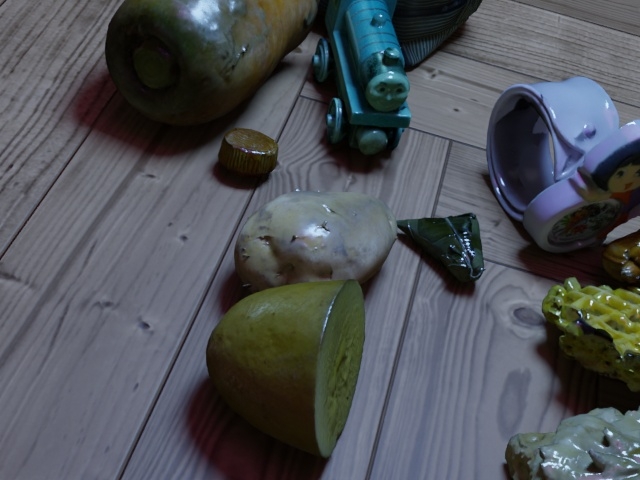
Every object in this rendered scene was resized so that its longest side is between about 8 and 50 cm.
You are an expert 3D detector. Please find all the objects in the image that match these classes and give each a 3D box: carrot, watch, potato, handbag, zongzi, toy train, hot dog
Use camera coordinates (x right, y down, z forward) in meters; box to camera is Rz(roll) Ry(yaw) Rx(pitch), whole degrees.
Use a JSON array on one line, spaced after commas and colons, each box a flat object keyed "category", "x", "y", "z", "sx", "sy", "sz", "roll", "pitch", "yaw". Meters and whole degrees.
[{"category": "carrot", "x": -0.158, "y": -0.308, "z": 1.554, "sx": 0.224, "sy": 0.224, "sz": 0.341, "roll": 24, "pitch": 35, "yaw": 11}, {"category": "watch", "x": 0.354, "y": -0.130, "z": 1.474, "sx": 0.196, "sy": 0.244, "sz": 0.231, "roll": -6, "pitch": 53, "yaw": -20}, {"category": "potato", "x": 0.003, "y": 0.003, "z": 1.322, "sx": 0.234, "sy": 0.128, "sz": 0.161, "roll": -3, "pitch": 48, "yaw": -26}, {"category": "handbag", "x": 0.108, "y": -0.459, "z": 1.780, "sx": 0.340, "sy": 0.247, "sz": 0.240, "roll": 25, "pitch": 52, "yaw": 11}, {"category": "zongzi", "x": 0.157, "y": 0.013, "z": 1.413, "sx": 0.119, "sy": 0.055, "sz": 0.109, "roll": -1, "pitch": 44, "yaw": 1}, {"category": "potato", "x": -0.045, "y": 0.125, "z": 1.165, "sx": 0.158, "sy": 0.178, "sz": 0.204, "roll": 9, "pitch": 65, "yaw": 17}, {"category": "toy train", "x": 0.068, "y": -0.269, "z": 1.585, "sx": 0.120, "sy": 0.194, "sz": 0.298, "roll": 3, "pitch": 44, "yaw": -14}, {"category": "hot dog", "x": 0.474, "y": 0.016, "z": 1.468, "sx": 0.102, "sy": 0.076, "sz": 0.249, "roll": -4, "pitch": 12, "yaw": 45}]

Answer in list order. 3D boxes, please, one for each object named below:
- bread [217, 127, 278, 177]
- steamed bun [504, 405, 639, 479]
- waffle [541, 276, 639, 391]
[{"category": "bread", "x": -0.101, "y": -0.118, "z": 1.481, "sx": 0.085, "sy": 0.053, "sz": 0.085, "roll": 12, "pitch": 30, "yaw": -7}, {"category": "steamed bun", "x": 0.331, "y": 0.278, "z": 1.109, "sx": 0.295, "sy": 0.137, "sz": 0.292, "roll": 38, "pitch": 48, "yaw": 22}, {"category": "waffle", "x": 0.420, "y": 0.132, "z": 1.288, "sx": 0.311, "sy": 0.060, "sz": 0.307, "roll": 17, "pitch": 20, "yaw": 7}]
